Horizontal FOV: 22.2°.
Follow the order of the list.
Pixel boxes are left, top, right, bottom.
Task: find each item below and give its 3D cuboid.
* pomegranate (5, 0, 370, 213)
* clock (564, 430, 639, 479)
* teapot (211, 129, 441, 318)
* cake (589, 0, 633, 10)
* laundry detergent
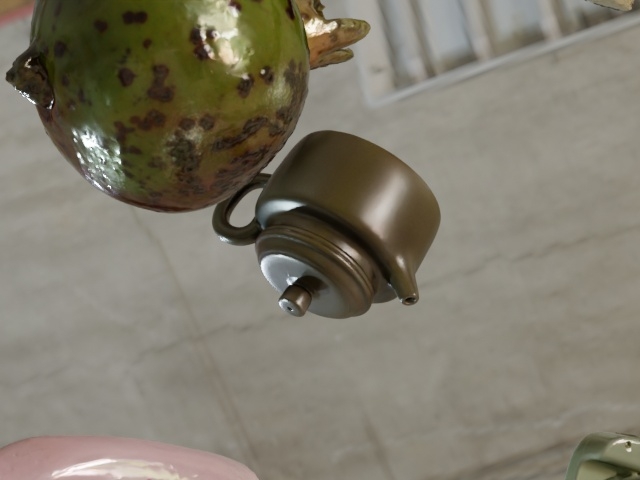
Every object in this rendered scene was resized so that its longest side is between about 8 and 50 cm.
[{"bbox_3d":[-0.089,-0.123,1.097,0.198,0.198,0.246,-14,-173,29],"label":"pomegranate"},{"bbox_3d":[0.292,0.282,1.520,0.151,0.191,0.062,19,172,-23],"label":"clock"},{"bbox_3d":[0.000,0.000,1.725,0.267,0.185,0.175,18,-121,28],"label":"teapot"},{"bbox_3d":[0.164,-0.242,1.264,0.117,0.086,0.220,13,-176,30],"label":"cake"},{"bbox_3d":[-0.217,0.237,1.427,0.335,0.159,0.088,14,-159,-34],"label":"laundry detergent"}]
